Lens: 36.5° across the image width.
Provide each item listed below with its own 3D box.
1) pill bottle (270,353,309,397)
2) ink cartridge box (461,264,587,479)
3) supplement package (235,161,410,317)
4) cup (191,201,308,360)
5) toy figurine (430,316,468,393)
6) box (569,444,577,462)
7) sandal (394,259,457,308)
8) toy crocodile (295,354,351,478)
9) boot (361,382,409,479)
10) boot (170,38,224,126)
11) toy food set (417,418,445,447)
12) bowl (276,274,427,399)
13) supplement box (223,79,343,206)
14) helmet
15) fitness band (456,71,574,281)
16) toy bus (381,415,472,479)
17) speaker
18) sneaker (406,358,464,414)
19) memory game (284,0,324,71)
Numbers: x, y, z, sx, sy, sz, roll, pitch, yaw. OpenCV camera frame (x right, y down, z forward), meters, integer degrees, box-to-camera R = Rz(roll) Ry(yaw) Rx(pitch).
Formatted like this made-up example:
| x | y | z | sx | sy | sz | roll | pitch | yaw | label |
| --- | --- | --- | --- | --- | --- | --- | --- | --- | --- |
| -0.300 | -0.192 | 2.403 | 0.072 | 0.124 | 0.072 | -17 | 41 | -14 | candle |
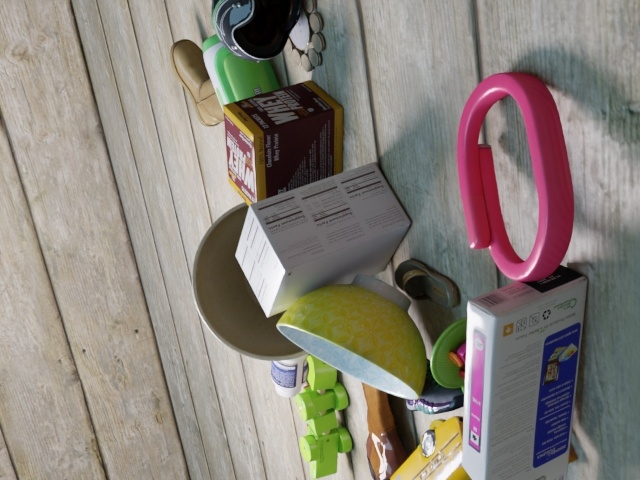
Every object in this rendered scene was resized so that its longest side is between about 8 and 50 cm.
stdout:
| x | y | z | sx | sy | sz | roll | pitch | yaw | label |
| --- | --- | --- | --- | --- | --- | --- | --- | --- | --- |
| -0.078 | 0.317 | 2.437 | 0.094 | 0.094 | 0.169 | 52 | 150 | 36 | pill bottle |
| 0.293 | 0.230 | 1.409 | 0.069 | 0.176 | 0.371 | 31 | 131 | 50 | ink cartridge box |
| 0.000 | 0.000 | 1.798 | 0.145 | 0.262 | 0.204 | 62 | 157 | 21 | supplement package |
| -0.091 | 0.076 | 2.061 | 0.237 | 0.331 | 0.331 | -5 | -105 | -88 | cup |
| 0.282 | 0.226 | 1.548 | 0.159 | 0.130 | 0.173 | 35 | 161 | 53 | toy figurine |
| 0.355 | 0.329 | 1.578 | 0.081 | 0.028 | 0.136 | 66 | 154 | 9 | box |
| 0.179 | 0.082 | 1.740 | 0.180 | 0.049 | 0.072 | 26 | 131 | 59 | sandal |
| 0.000 | 0.431 | 2.335 | 0.105 | 0.115 | 0.340 | -135 | 35 | -55 | toy crocodile |
| 0.150 | 0.397 | 2.008 | 0.264 | 0.096 | 0.280 | -119 | 20 | -72 | boot |
| -0.243 | -0.380 | 2.267 | 0.236 | 0.089 | 0.269 | 64 | 158 | -12 | boot |
| 0.236 | 0.461 | 1.889 | 0.128 | 0.071 | 0.218 | 14 | 121 | 63 | toy food set |
| 0.082 | 0.157 | 1.770 | 0.289 | 0.156 | 0.289 | 27 | 166 | 7 | bowl |
| -0.072 | -0.183 | 1.896 | 0.129 | 0.194 | 0.191 | 47 | 148 | 42 | supplement box |
| -0.128 | -0.429 | 1.837 | 0.169 | 0.169 | 0.161 | 59 | 138 | 24 | helmet |
| 0.266 | -0.087 | 1.334 | 0.209 | 0.054 | 0.290 | 145 | 120 | -64 | fitness band |
| 0.215 | 0.439 | 1.743 | 0.130 | 0.108 | 0.332 | -98 | 29 | -42 | toy bus |
| -0.148 | -0.297 | 2.060 | 0.296 | 0.131 | 0.131 | 69 | 157 | 2 | speaker |
| 0.206 | 0.265 | 1.791 | 0.224 | 0.083 | 0.098 | -23 | 82 | 68 | sneaker |
| -0.041 | -0.417 | 1.873 | 0.186 | 0.012 | 0.186 | 47 | 148 | 42 | memory game |
